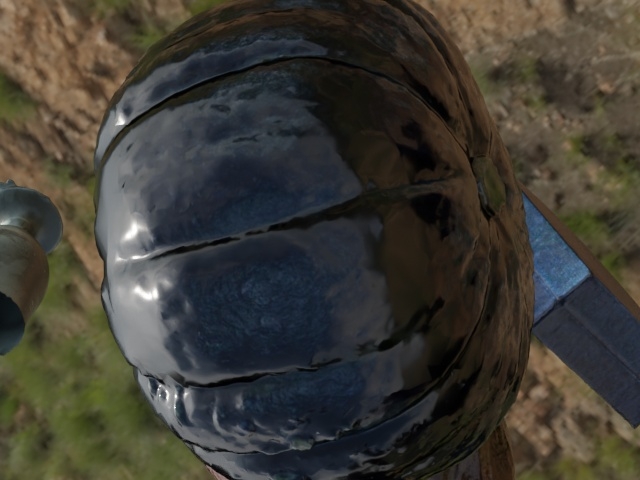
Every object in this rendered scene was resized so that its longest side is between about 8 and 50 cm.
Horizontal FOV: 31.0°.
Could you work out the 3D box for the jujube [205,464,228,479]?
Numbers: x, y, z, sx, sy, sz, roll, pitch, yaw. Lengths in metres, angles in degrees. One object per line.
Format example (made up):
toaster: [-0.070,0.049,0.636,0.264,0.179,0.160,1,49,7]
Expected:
jujube: [-0.033,0.210,1.390,0.243,0.183,0.183,-33,93,12]

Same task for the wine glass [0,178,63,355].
wine glass: [-0.332,0.027,1.206,0.222,0.103,0.103,-99,-4,-62]

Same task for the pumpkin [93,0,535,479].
pumpkin: [0.000,0.000,0.808,0.266,0.363,0.363,-11,113,21]

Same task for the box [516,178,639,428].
box: [0.309,0.063,1.463,0.261,0.116,0.279,41,-167,-35]

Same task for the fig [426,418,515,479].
fig: [0.166,0.232,1.419,0.170,0.145,0.274,8,89,48]
